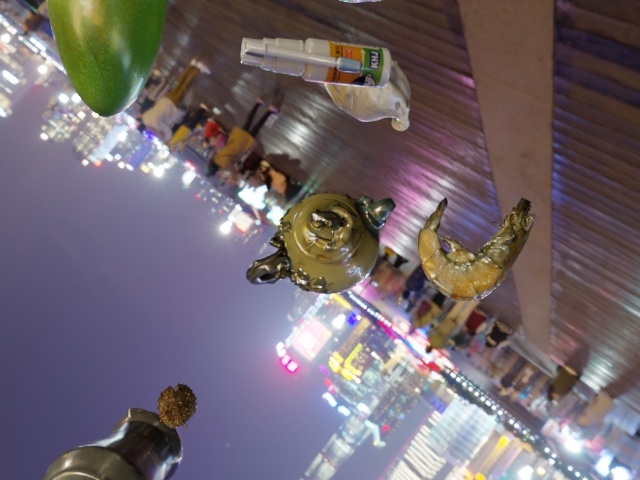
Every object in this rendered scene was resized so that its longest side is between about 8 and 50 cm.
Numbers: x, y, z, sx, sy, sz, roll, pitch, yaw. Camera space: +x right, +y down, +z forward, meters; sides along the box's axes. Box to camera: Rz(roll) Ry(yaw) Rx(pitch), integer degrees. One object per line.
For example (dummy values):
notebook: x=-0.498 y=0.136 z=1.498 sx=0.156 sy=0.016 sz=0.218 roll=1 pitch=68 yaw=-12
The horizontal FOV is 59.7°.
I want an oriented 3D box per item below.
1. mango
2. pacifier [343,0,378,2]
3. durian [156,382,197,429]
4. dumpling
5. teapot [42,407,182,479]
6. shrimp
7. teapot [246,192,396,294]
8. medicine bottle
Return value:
mango: x=-0.381 y=-0.415 z=1.000 sx=0.225 sy=0.382 sz=0.201 roll=14 pitch=-167 yaw=24
pacifier: x=0.093 y=-0.469 z=0.788 sx=0.238 sy=0.287 sz=0.226 roll=-24 pitch=79 yaw=62
durian: x=-0.276 y=0.323 z=1.082 sx=0.091 sy=0.080 sz=0.080 roll=64 pitch=174 yaw=-5
dumpling: x=0.127 y=-0.441 z=1.534 sx=0.318 sy=0.187 sz=0.243 roll=30 pitch=-151 yaw=-17
teapot: x=-0.542 y=0.685 z=1.542 sx=0.362 sy=0.305 sz=0.376 roll=-42 pitch=-64 yaw=-76
shrimp: x=0.240 y=-0.007 z=0.869 sx=0.150 sy=0.217 sz=0.051 roll=38 pitch=160 yaw=15
teapot: x=0.000 y=0.000 z=0.909 sx=0.182 sy=0.269 sz=0.173 roll=91 pitch=155 yaw=-71
medicine bottle: x=-0.003 y=-0.263 z=0.813 sx=0.220 sy=0.061 sz=0.092 roll=2 pitch=-166 yaw=-14
